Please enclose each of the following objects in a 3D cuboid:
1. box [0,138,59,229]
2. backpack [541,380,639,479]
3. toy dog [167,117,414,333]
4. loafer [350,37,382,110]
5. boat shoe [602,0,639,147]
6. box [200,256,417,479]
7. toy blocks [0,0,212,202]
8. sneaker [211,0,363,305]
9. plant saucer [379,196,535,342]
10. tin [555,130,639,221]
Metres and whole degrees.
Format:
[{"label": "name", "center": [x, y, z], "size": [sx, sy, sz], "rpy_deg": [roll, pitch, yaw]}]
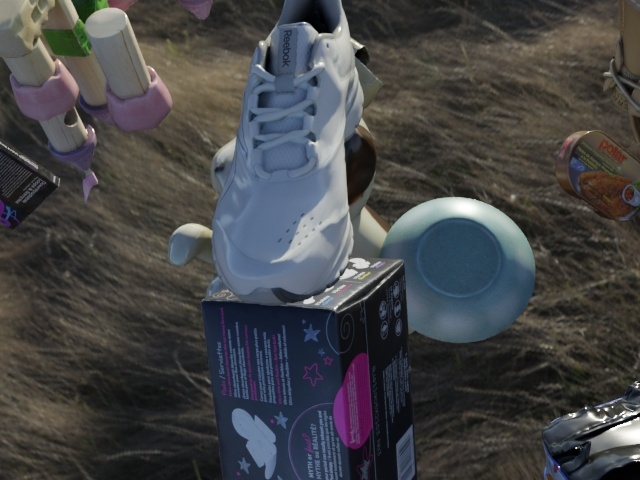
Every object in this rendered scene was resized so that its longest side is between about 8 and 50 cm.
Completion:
[{"label": "box", "center": [-0.500, -0.098, 1.215], "size": [0.116, 0.162, 0.029], "rpy_deg": [-38, 34, 18]}, {"label": "backpack", "center": [0.496, 0.375, 1.291], "size": [0.263, 0.213, 0.276], "rpy_deg": [-4, 20, -8]}, {"label": "toy dog", "center": [0.000, 0.000, 1.061], "size": [0.395, 0.408, 0.284], "rpy_deg": [-21, 38, -4]}, {"label": "loafer", "center": [0.053, -0.386, 1.668], "size": [0.092, 0.102, 0.269], "rpy_deg": [-28, 71, 10]}, {"label": "boat shoe", "center": [0.404, -0.192, 0.950], "size": [0.110, 0.341, 0.122], "rpy_deg": [-38, 54, 14]}, {"label": "box", "center": [-0.003, 0.152, 0.765], "size": [0.142, 0.247, 0.163], "rpy_deg": [3, 15, 27]}, {"label": "toy blocks", "center": [-0.288, -0.236, 0.919], "size": [0.308, 0.260, 0.289], "rpy_deg": [5, 59, 9]}, {"label": "sneaker", "center": [-0.028, -0.083, 0.601], "size": [0.111, 0.129, 0.297], "rpy_deg": [0, 48, 6]}, {"label": "plant saucer", "center": [0.169, 0.027, 0.981], "size": [0.195, 0.037, 0.195], "rpy_deg": [-1, 67, 3]}, {"label": "tin", "center": [0.447, -0.102, 1.263], "size": [0.106, 0.189, 0.040], "rpy_deg": [-61, 29, -1]}]
